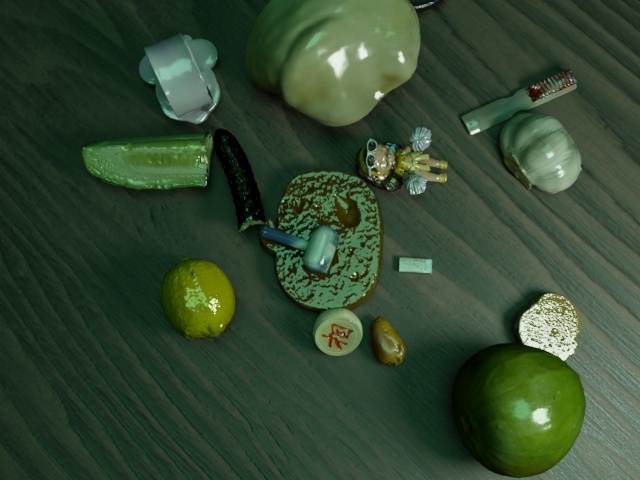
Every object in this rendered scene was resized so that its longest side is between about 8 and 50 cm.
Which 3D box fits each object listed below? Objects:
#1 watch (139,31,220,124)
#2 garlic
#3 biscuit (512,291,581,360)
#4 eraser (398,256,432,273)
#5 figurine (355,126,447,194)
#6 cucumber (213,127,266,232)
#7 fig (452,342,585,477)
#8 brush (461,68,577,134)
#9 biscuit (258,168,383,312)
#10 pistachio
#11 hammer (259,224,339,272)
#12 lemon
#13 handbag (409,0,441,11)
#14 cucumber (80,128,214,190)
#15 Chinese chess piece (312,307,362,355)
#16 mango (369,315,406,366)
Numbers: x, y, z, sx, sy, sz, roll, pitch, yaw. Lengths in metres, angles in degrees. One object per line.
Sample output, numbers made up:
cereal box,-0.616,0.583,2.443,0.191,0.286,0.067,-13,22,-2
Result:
watch,-0.352,-0.435,1.802,0.211,0.217,0.248,-23,80,-5
garlic,0.562,-0.238,1.801,0.178,0.143,0.229,-41,72,-6
biscuit,0.560,0.218,1.750,0.170,0.050,0.170,1,84,-5
eraser,0.238,0.064,1.796,0.083,0.019,0.038,3,77,1
figurine,0.208,-0.192,1.802,0.240,0.116,0.174,5,78,-6
cucumber,-0.207,-0.162,1.802,0.081,0.072,0.303,-16,66,-4
fig,0.458,0.365,1.603,0.316,0.316,0.316,0,78,0
brush,0.527,-0.368,1.875,0.321,0.050,0.060,-25,83,-4
biscuit,0.000,0.000,1.790,0.314,0.063,0.367,2,77,4
pistachio,0.034,-0.472,1.779,0.446,0.281,0.365,-13,105,5
hammer,-0.057,0.002,1.731,0.194,0.069,0.116,18,79,12
lemon,-0.295,0.139,1.703,0.180,0.180,0.193,-38,102,-7
handbag,0.266,-0.759,1.933,0.308,0.093,0.254,-41,82,-8
cucumber,-0.434,-0.204,1.816,0.325,0.105,0.145,-2,105,0
Chinese chess piece,0.041,0.220,1.719,0.122,0.051,0.122,-2,116,-4
mango,0.159,0.247,1.736,0.077,0.063,0.127,-25,74,0
